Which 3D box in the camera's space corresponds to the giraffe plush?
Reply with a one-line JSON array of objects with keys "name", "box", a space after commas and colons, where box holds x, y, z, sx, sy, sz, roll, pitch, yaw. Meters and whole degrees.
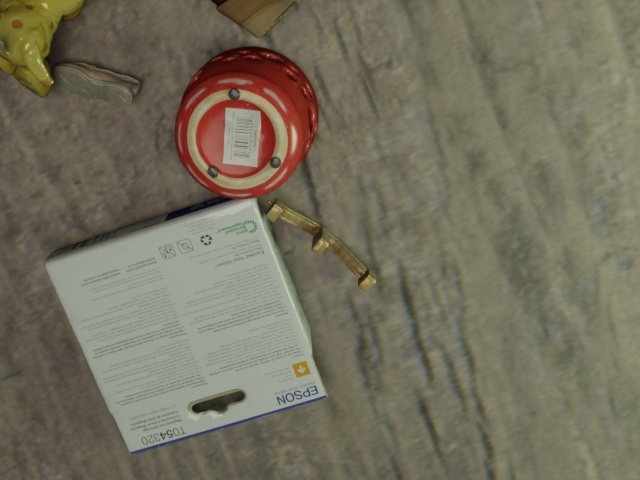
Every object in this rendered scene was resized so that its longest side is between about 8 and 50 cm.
[{"name": "giraffe plush", "box": [-0.379, -0.312, 1.576, 0.181, 0.210, 0.170, 40, 79, -20]}]

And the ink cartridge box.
[{"name": "ink cartridge box", "box": [-0.191, 0.121, 1.741, 0.324, 0.071, 0.330, -17, 109, 9]}]

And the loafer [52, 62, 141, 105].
[{"name": "loafer", "box": [-0.311, -0.223, 1.658, 0.125, 0.039, 0.045, 20, 137, 12]}]

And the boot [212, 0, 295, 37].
[{"name": "boot", "box": [-0.086, -0.397, 1.523, 0.207, 0.090, 0.248, 48, 130, -6]}]

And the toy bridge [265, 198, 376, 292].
[{"name": "toy bridge", "box": [0.000, 0.000, 1.688, 0.188, 0.063, 0.026, 38, 106, -9]}]

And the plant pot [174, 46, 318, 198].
[{"name": "plant pot", "box": [-0.104, -0.155, 1.592, 0.191, 0.174, 0.191, 2, 107, 6]}]
